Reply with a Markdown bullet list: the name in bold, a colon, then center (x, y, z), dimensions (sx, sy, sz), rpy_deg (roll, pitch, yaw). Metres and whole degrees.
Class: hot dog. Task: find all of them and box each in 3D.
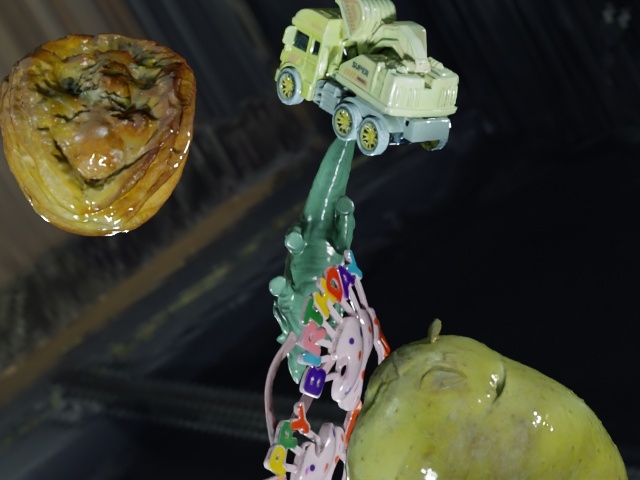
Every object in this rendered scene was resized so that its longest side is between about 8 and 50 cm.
- **hot dog**: center (-0.222, -0.117, 1.826), dimensions (0.196, 0.122, 0.272), rpy_deg (0, -148, -3)

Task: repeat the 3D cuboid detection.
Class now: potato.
- **potato**: center (0.118, 0.166, 1.287), dimensions (0.169, 0.248, 0.143), rpy_deg (-51, -143, 11)

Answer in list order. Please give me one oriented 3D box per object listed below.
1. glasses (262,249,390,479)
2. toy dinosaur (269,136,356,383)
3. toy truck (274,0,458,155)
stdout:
- **glasses**: center (-0.017, 0.131, 1.546), dimensions (0.095, 0.162, 0.255), rpy_deg (8, -110, 19)
- **toy dinosaur**: center (-0.002, 0.006, 1.844), dimensions (0.079, 0.292, 0.120), rpy_deg (12, -159, 1)
- **toy truck**: center (0.044, -0.155, 1.620), dimensions (0.085, 0.116, 0.191), rpy_deg (-4, -153, -36)
